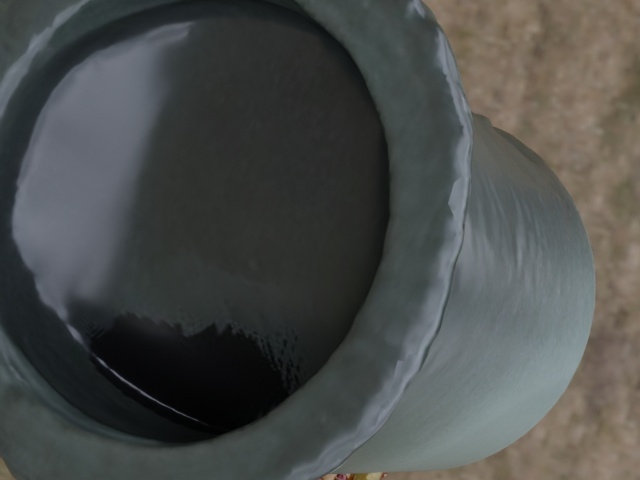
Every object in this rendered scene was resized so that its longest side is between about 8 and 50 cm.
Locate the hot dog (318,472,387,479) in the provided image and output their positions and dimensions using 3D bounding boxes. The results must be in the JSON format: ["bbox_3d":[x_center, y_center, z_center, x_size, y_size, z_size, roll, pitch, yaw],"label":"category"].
[{"bbox_3d":[0.004,0.106,1.064,0.104,0.076,0.250,87,17,-47],"label":"hot dog"}]

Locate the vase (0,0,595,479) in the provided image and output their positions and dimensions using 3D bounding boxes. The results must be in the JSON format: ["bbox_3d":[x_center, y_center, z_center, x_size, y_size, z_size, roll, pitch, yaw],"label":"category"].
[{"bbox_3d":[0.000,0.000,0.812,0.291,0.245,0.245,15,93,-65],"label":"vase"}]
